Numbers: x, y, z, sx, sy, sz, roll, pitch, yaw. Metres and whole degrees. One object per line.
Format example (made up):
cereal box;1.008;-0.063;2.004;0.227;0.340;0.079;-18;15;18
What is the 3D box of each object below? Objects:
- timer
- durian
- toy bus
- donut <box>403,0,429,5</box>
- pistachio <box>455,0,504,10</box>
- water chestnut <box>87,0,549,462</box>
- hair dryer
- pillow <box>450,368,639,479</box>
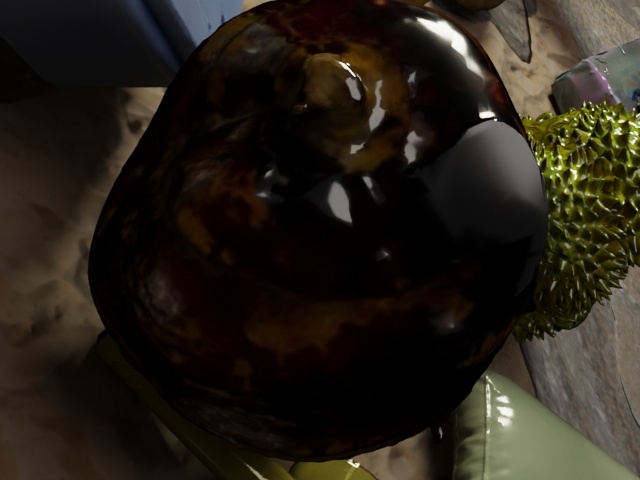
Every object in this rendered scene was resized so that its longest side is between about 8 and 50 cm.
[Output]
timer;-0.168;-0.299;0.862;0.395;0.173;0.395;-2;90;-84
durian;0.243;-0.032;1.176;0.224;0.291;0.291;36;42;-7
toy bus;0.469;-0.235;1.672;0.317;0.112;0.138;-25;81;-53
donut;0.107;-0.365;1.389;0.140;0.059;0.140;27;47;-34
pistachio;0.229;-0.386;1.509;0.185;0.126;0.108;-42;142;-55
water chestnut;0.000;0.000;0.804;0.335;0.347;0.335;1;77;-4
hair dryer;-0.075;0.174;0.829;0.279;0.090;0.135;47;41;-6
pillow;0.245;0.297;1.061;0.322;0.119;0.255;39;43;-25
